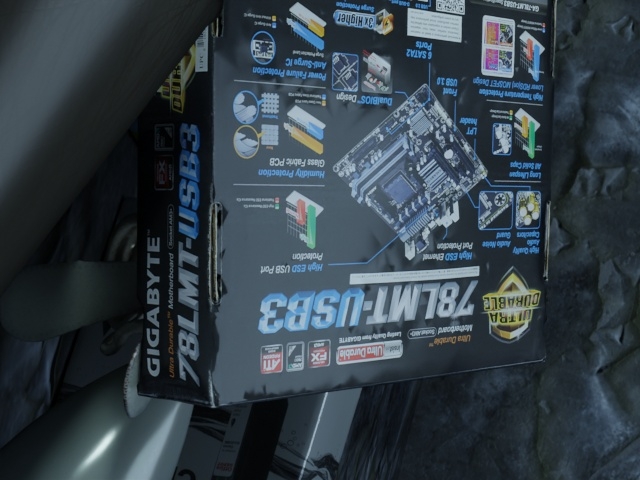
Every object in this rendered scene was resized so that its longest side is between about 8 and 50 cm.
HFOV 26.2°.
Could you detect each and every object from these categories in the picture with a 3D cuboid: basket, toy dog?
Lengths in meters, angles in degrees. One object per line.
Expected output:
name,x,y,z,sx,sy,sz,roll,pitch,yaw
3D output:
basket,-0.174,-0.057,0.568,0.204,0.154,0.227,37,70,-32
toy dog,-0.151,0.097,0.828,0.161,0.220,0.333,25,72,-37

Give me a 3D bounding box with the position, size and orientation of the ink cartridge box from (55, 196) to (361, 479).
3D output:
ink cartridge box,-0.085,0.128,1.021,0.114,0.197,0.273,53,52,-71

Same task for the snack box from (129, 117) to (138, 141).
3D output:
snack box,-0.035,-0.086,0.977,0.174,0.207,0.070,65,41,-67

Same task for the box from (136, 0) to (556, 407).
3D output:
box,0.027,-0.063,0.804,0.295,0.073,0.293,-2,95,-44
